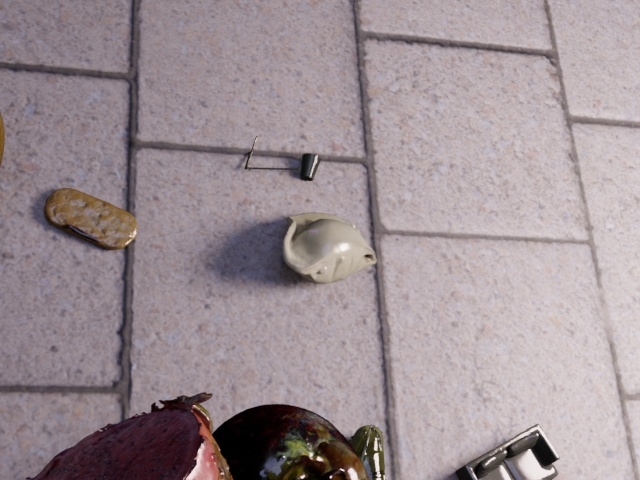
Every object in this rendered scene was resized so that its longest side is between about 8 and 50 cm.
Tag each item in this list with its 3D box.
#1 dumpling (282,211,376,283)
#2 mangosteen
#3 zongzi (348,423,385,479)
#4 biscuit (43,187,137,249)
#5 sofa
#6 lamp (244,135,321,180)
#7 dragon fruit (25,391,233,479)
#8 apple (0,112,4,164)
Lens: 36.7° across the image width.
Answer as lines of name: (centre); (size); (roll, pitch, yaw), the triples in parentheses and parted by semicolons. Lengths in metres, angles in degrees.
dumpling: (-0.001, 0.000, 1.505); (0.169, 0.100, 0.134); (-21, 58, -25)
mangosteen: (-0.043, 0.316, 1.235); (0.231, 0.289, 0.231); (6, 68, -15)
zongzi: (0.034, 0.318, 1.392); (0.119, 0.055, 0.109); (1, 63, -3)
biscuit: (-0.349, -0.033, 1.468); (0.147, 0.018, 0.071); (23, 59, -3)
sofa: (0.288, 0.344, 1.442); (0.147, 0.060, 0.085); (-22, 74, -24)
lamp: (-0.061, -0.125, 1.582); (0.121, 0.041, 0.054); (15, 71, -12)
dragon fruit: (-0.203, 0.374, 1.099); (0.314, 0.296, 0.263); (-28, 111, 1)
apple: (-0.565, -0.121, 1.317); (0.256, 0.257, 0.234); (-1, 70, -16)
